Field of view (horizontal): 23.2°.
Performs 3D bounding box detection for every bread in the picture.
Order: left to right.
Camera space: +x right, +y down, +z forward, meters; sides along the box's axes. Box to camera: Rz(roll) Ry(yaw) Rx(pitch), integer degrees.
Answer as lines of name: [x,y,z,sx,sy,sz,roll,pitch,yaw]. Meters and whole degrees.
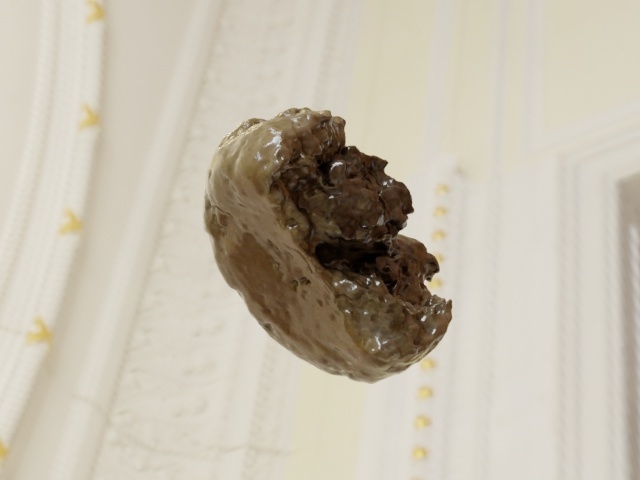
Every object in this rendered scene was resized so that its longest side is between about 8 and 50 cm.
bread: [0.000,0.000,0.608,0.060,0.082,0.113,-42,-73,-32]
